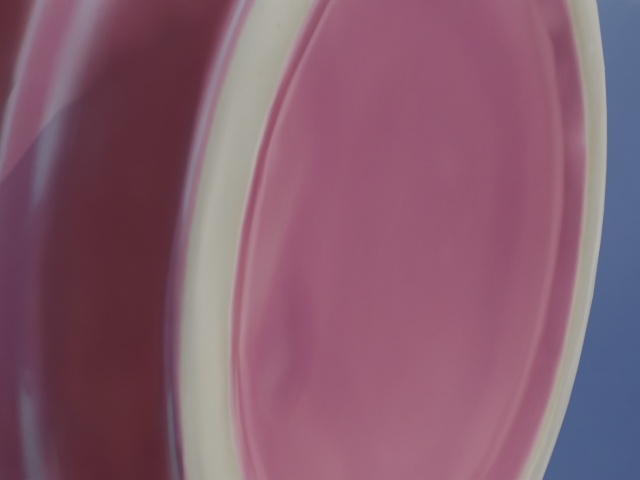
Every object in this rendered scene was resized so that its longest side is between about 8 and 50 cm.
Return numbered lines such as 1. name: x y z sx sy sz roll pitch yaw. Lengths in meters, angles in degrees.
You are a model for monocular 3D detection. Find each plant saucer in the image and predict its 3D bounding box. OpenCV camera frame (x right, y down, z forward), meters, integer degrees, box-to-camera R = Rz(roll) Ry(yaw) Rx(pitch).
1. plant saucer: 0.000 0.000 0.467 0.084 0.332 0.332 10 -87 30
